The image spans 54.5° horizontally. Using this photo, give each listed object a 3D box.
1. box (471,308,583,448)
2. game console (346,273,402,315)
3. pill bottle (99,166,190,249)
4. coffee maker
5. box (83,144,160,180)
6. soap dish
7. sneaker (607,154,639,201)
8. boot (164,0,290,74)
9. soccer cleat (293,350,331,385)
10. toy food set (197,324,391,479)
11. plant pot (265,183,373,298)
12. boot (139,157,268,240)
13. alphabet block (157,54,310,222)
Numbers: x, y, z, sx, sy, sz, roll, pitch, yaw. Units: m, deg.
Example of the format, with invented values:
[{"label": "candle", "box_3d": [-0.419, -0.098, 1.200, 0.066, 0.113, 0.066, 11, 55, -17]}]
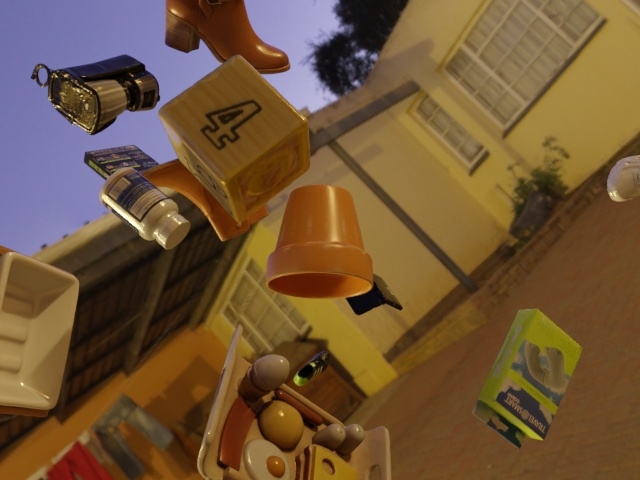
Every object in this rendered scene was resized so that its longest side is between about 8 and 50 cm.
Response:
[{"label": "box", "box_3d": [0.304, 0.202, 0.908, 0.178, 0.109, 0.042, -57, 16, -21]}, {"label": "game console", "box_3d": [0.117, 0.131, 1.468, 0.107, 0.122, 0.071, 28, -70, -39]}, {"label": "pill bottle", "box_3d": [-0.242, -0.043, 0.865, 0.067, 0.120, 0.067, -49, -11, -14]}, {"label": "coffee maker", "box_3d": [-0.442, -0.314, 1.251, 0.120, 0.171, 0.178, -38, 1, 37]}, {"label": "box", "box_3d": [-0.608, -0.232, 1.950, 0.191, 0.184, 0.045, -23, -37, -50]}, {"label": "soap dish", "box_3d": [-0.585, 0.175, 1.169, 0.118, 0.290, 0.229, -2, -19, 17]}, {"label": "sneaker", "box_3d": [0.758, -0.162, 1.405, 0.232, 0.090, 0.115, -32, 12, -10]}, {"label": "boot", "box_3d": [-0.178, -0.477, 1.279, 0.109, 0.284, 0.220, -65, -6, -59]}, {"label": "soccer cleat", "box_3d": [-0.022, 0.444, 2.185, 0.179, 0.060, 0.072, -36, -22, -36]}, {"label": "toy food set", "box_3d": [-0.019, 0.272, 0.860, 0.092, 0.306, 0.219, -44, 19, 25]}, {"label": "plant pot", "box_3d": [0.000, 0.000, 1.212, 0.205, 0.187, 0.205, 1, -19, 0]}, {"label": "boot", "box_3d": [-0.262, -0.095, 1.419, 0.295, 0.211, 0.104, -22, 12, -30]}, {"label": "alphabet block", "box_3d": [-0.153, -0.186, 1.164, 0.193, 0.197, 0.192, -40, -15, -12]}]
